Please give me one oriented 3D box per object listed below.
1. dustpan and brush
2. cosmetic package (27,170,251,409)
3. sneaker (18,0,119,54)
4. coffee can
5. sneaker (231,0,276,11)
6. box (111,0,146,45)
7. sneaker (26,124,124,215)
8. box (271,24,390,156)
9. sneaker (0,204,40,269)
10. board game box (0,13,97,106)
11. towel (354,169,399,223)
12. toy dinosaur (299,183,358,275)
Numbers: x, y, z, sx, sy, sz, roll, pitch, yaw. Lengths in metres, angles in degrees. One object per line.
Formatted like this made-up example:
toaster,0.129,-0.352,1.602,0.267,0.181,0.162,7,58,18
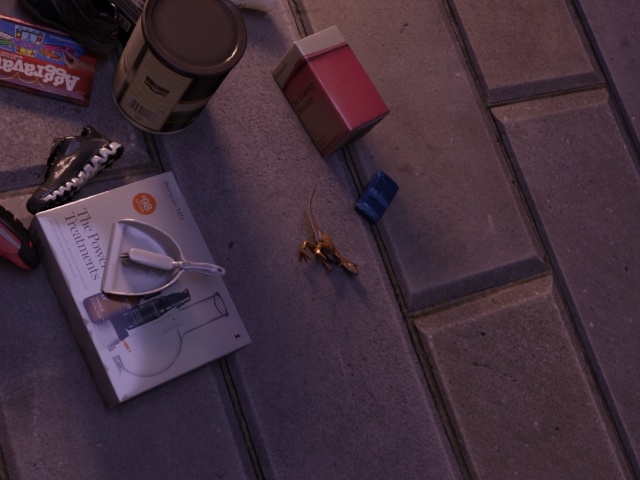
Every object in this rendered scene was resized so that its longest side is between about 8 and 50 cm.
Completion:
dustpan and brush,-0.282,0.043,1.642,0.211,0.060,0.147,14,66,-22
cosmetic package,-0.339,0.087,1.690,0.284,0.097,0.377,-22,83,-33
sneaker,-0.497,-0.480,1.778,0.227,0.130,0.087,32,40,1
coffee can,-0.286,-0.354,1.765,0.201,0.275,0.201,9,69,-24
sneaker,-0.214,-0.557,1.995,0.235,0.090,0.095,22,77,-14
box,-0.432,-0.569,1.871,0.261,0.103,0.184,44,61,-5
sneaker,-0.490,-0.140,1.709,0.106,0.078,0.234,44,56,-3
box,0.021,-0.329,1.980,0.127,0.148,0.232,-30,86,-30
sneaker,-0.649,-0.029,1.591,0.314,0.116,0.136,39,89,-16
board game box,-0.588,-0.365,1.767,0.281,0.027,0.145,12,68,-22
towel,0.129,-0.098,2.021,0.067,0.029,0.119,39,60,-10
toy dinosaur,0.000,0.000,1.915,0.211,0.064,0.112,57,40,-9
